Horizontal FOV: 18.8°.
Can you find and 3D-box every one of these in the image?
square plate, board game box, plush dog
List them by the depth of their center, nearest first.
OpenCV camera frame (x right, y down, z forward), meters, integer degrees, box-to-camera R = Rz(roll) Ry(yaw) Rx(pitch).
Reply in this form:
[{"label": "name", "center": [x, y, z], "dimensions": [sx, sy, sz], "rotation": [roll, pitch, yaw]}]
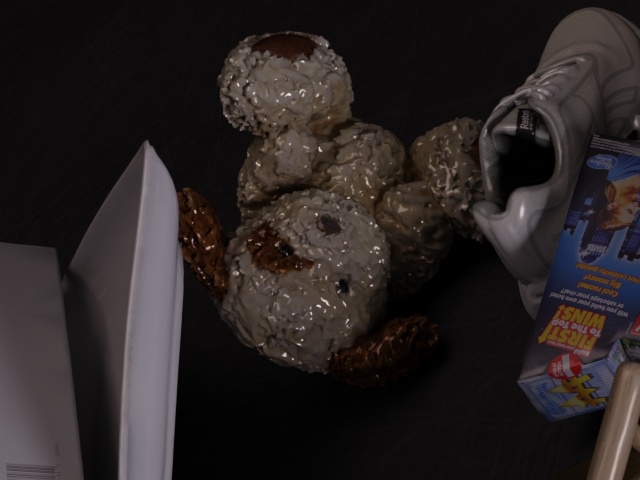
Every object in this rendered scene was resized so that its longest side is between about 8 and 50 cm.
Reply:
[{"label": "board game box", "center": [0.221, 0.037, 1.251], "dimensions": [0.194, 0.060, 0.194], "rotation": [16, 67, 41]}, {"label": "square plate", "center": [-0.161, 0.143, 1.455], "dimensions": [0.344, 0.049, 0.347], "rotation": [133, 142, -65]}, {"label": "plush dog", "center": [0.000, 0.000, 1.493], "dimensions": [0.225, 0.262, 0.211], "rotation": [-59, -3, -38]}]

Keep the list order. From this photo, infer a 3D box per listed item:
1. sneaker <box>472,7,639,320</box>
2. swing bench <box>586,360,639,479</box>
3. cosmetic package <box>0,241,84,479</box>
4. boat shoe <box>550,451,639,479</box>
[{"label": "sneaker", "center": [0.179, -0.082, 1.422], "dimensions": [0.110, 0.118, 0.292], "rotation": [-26, 34, 36]}, {"label": "swing bench", "center": [0.223, 0.218, 0.957], "dimensions": [0.253, 0.165, 0.255], "rotation": [9, 64, 53]}, {"label": "cosmetic package", "center": [-0.265, 0.215, 1.530], "dimensions": [0.377, 0.097, 0.284], "rotation": [-109, 29, -58]}, {"label": "boat shoe", "center": [0.150, 0.189, 1.219], "dimensions": [0.153, 0.048, 0.056], "rotation": [-36, 19, 7]}]
